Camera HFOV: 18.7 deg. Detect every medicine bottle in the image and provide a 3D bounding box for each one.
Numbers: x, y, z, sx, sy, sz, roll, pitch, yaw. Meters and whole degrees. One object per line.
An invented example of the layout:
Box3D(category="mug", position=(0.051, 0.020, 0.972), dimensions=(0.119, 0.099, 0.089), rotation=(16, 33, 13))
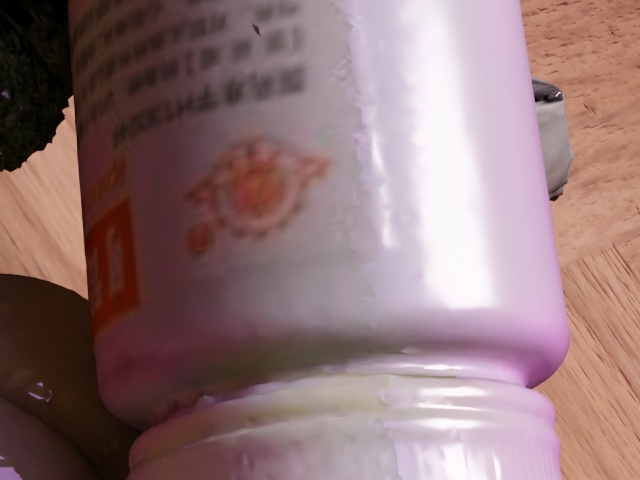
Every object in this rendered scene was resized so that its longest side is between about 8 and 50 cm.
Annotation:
Box3D(category="medicine bottle", position=(0.000, 0.000, 0.903), dimensions=(0.219, 0.219, 0.388), rotation=(8, 68, -42))

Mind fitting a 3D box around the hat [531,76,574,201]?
Box3D(category="hat", position=(0.025, -0.100, 1.408), dimensions=(0.301, 0.168, 0.258), rotation=(-2, 34, -20))

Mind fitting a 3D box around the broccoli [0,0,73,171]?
Box3D(category="broccoli", position=(-0.262, -0.173, 1.030), dimensions=(0.413, 0.321, 0.310), rotation=(7, 83, -44))

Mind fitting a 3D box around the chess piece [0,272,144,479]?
Box3D(category="chess piece", position=(-0.201, 0.197, 0.848), dimensions=(0.234, 0.234, 0.442), rotation=(44, 32, -9))
